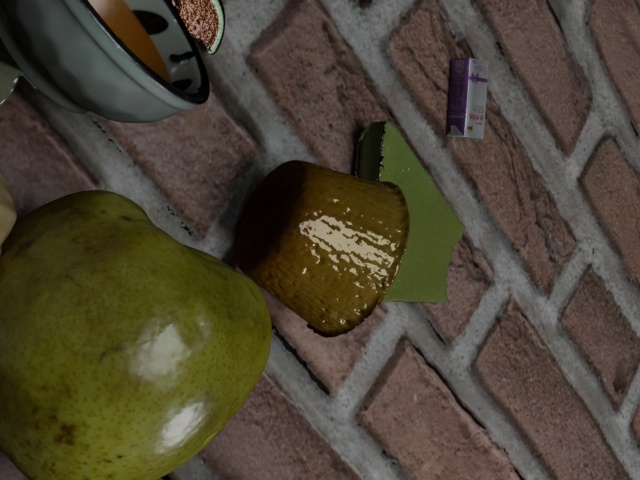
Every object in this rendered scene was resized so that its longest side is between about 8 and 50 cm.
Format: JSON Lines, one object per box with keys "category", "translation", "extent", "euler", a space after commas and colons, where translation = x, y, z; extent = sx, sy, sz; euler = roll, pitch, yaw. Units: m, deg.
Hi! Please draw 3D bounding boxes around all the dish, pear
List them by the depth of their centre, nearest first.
{"category": "pear", "translation": [-0.212, 0.114, 1.255], "extent": [0.304, 0.304, 0.303], "euler": [-5, 97, -45]}
{"category": "dish", "translation": [-0.243, -0.222, 1.264], "extent": [0.303, 0.120, 0.303], "euler": [50, 16, -19]}

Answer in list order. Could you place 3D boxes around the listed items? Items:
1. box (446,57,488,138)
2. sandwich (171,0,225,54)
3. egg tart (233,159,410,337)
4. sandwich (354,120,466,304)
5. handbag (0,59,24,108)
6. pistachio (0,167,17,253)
{"category": "box", "translation": [0.216, -0.208, 1.831], "extent": [0.051, 0.036, 0.117], "euler": [3, 93, -45]}
{"category": "sandwich", "translation": [-0.149, -0.273, 1.467], "extent": [0.101, 0.026, 0.069], "euler": [38, 72, -37]}
{"category": "egg tart", "translation": [0.000, 0.000, 1.532], "extent": [0.171, 0.215, 0.215], "euler": [28, 73, -26]}
{"category": "sandwich", "translation": [0.124, -0.033, 1.743], "extent": [0.212, 0.063, 0.245], "euler": [5, 91, -49]}
{"category": "handbag", "translation": [-0.423, -0.063, 1.014], "extent": [0.315, 0.253, 0.109], "euler": [-59, 167, 2]}
{"category": "pistachio", "translation": [-0.398, -0.039, 1.145], "extent": [0.230, 0.157, 0.157], "euler": [15, 82, -21]}
